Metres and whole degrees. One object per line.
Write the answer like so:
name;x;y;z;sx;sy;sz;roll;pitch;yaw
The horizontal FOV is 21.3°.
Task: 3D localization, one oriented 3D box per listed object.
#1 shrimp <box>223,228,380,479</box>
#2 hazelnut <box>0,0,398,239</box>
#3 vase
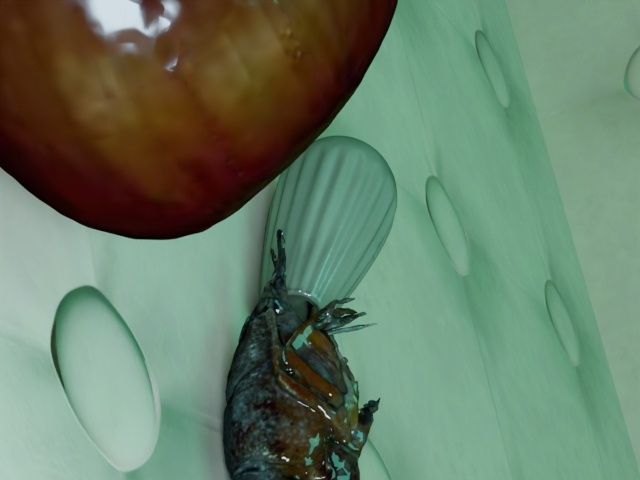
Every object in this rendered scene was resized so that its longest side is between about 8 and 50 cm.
shrimp;-0.019;0.156;1.509;0.172;0.137;0.372;101;-2;-48
hazelnut;-0.128;-0.222;1.237;0.421;0.353;0.421;-36;133;-51
vase;0.000;0.000;1.715;0.128;0.128;0.248;58;31;-27
